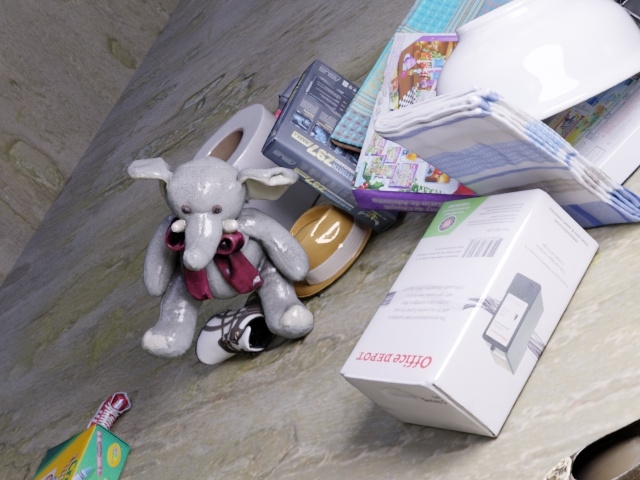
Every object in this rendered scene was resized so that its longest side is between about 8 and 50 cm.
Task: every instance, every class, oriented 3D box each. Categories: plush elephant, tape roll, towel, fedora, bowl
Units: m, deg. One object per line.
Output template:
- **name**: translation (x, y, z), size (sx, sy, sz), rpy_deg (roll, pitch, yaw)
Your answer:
- **plush elephant**: translation (-0.160, -0.013, 1.804), size (0.272, 0.255, 0.329), rpy_deg (-4, 65, 11)
- **tape roll**: translation (-0.130, -0.110, 2.223), size (0.246, 0.169, 0.246), rpy_deg (-40, 23, 21)
- **towel**: translation (0.211, -0.260, 1.821), size (0.272, 0.040, 0.370), rpy_deg (18, 63, 29)
- **fedora**: translation (0.000, 0.000, 1.923), size (0.194, 0.079, 0.194), rpy_deg (-39, 24, 21)
- **bowl**: translation (0.258, -0.231, 1.476), size (0.298, 0.134, 0.298), rpy_deg (-26, 8, 4)
- **towel**: translation (0.219, -0.084, 1.386), size (0.209, 0.285, 0.034), rpy_deg (-8, 56, 57)

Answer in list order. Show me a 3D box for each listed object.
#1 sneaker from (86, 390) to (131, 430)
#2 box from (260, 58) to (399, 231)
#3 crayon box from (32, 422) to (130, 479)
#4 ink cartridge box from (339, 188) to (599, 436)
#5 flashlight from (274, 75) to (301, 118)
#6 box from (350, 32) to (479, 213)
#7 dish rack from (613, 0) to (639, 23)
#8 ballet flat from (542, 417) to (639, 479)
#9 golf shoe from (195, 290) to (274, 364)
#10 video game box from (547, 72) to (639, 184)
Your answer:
- **sneaker**: translation (-0.385, 0.322, 2.167), size (0.067, 0.042, 0.118), rpy_deg (-39, 22, 32)
- **box**: translation (0.043, -0.149, 1.874), size (0.059, 0.233, 0.183), rpy_deg (-41, 21, 53)
- **crayon box**: translation (-0.437, 0.458, 1.991), size (0.165, 0.081, 0.278), rpy_deg (-31, 28, 38)
- **ink cartridge box**: translation (0.174, 0.084, 1.414), size (0.272, 0.115, 0.198), rpy_deg (-57, 23, -19)
- **flashlight**: translation (-0.116, -0.202, 2.435), size (0.304, 0.103, 0.103), rpy_deg (-52, 21, -6)
- **box**: translation (0.177, -0.173, 1.717), size (0.201, 0.057, 0.293), rpy_deg (4, 59, 22)
- **dish rack**: translation (0.517, -0.335, 1.511), size (0.208, 0.074, 0.271), rpy_deg (-47, 22, 7)
- **ballet flat**: translation (0.295, 0.188, 1.096), size (0.250, 0.058, 0.084), rpy_deg (-33, 27, 35)
- **golf shoe**: translation (-0.134, 0.153, 1.930), size (0.198, 0.077, 0.094), rpy_deg (-40, 24, 25)
- **video game box**: translation (0.369, -0.148, 1.517), size (0.205, 0.048, 0.187), rpy_deg (-47, 24, 5)
